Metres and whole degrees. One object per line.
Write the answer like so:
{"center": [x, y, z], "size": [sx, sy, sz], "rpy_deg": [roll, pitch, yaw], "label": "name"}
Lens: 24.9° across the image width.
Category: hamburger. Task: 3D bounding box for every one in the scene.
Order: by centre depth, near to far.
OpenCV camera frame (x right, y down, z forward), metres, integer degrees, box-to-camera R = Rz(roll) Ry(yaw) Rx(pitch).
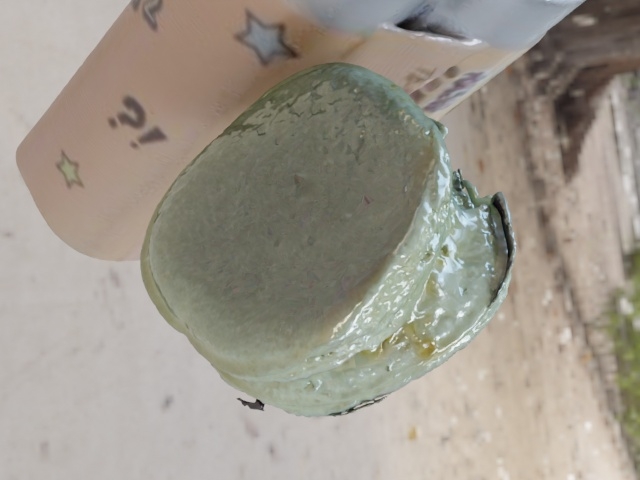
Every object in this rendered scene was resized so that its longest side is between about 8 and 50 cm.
{"center": [0.000, 0.000, 0.557], "size": [0.140, 0.133, 0.062], "rpy_deg": [42, -3, 46], "label": "hamburger"}

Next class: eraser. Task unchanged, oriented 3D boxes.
{"center": [-0.013, -0.078, 0.690], "size": [0.171, 0.290, 0.087], "rpy_deg": [2, 67, -32], "label": "eraser"}
